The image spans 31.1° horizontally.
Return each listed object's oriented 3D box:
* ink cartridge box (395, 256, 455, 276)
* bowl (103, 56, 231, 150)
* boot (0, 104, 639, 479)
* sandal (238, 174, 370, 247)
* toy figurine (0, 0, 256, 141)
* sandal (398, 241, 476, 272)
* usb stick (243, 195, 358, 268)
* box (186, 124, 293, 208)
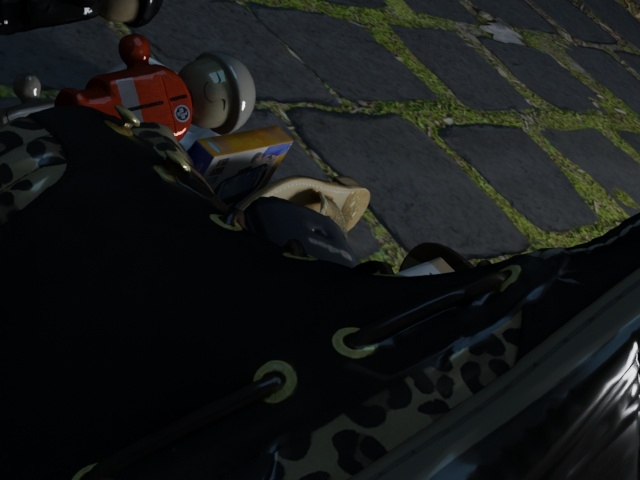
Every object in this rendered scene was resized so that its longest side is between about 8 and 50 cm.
[{"bbox_3d":[0.085,0.122,0.910,0.193,0.088,0.235,45,31,19],"label":"ink cartridge box"},{"bbox_3d":[-0.151,-0.117,1.081,0.142,0.053,0.142,33,29,-2],"label":"bowl"},{"bbox_3d":[-0.003,0.030,0.503,0.377,0.138,0.284,-33,50,-24],"label":"boot"},{"bbox_3d":[0.003,-0.005,1.024,0.079,0.088,0.240,36,23,18],"label":"sandal"},{"bbox_3d":[-0.161,-0.090,0.861,0.148,0.209,0.213,-19,52,-36],"label":"toy figurine"},{"bbox_3d":[0.158,0.087,1.066,0.219,0.090,0.060,42,7,30],"label":"sandal"},{"bbox_3d":[0.017,0.074,0.595,0.077,0.045,0.278,13,32,-30],"label":"usb stick"},{"bbox_3d":[-0.088,-0.057,1.021,0.028,0.081,0.136,43,31,16],"label":"box"}]
